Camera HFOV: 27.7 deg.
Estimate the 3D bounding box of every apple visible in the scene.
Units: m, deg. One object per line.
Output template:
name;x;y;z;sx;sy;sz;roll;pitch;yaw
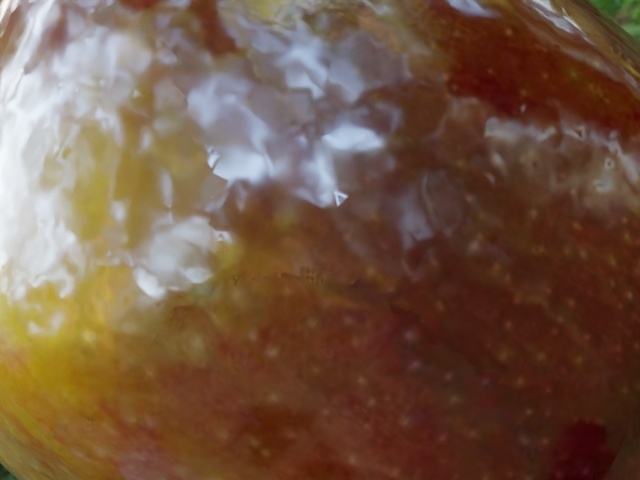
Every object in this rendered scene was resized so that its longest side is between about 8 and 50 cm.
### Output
apple;0.000;0.000;0.500;0.317;0.288;0.288;28;39;6
